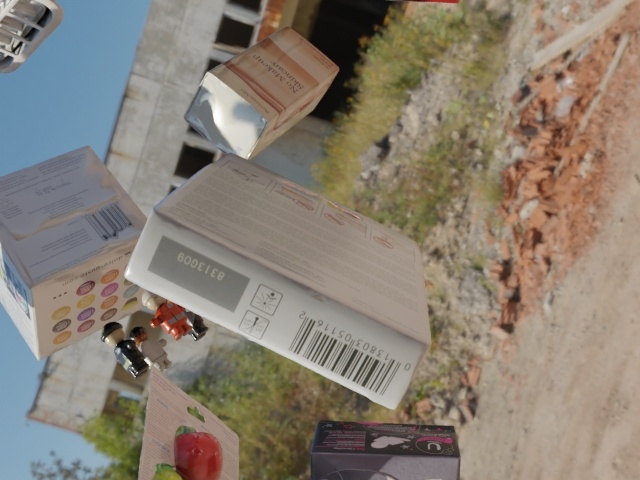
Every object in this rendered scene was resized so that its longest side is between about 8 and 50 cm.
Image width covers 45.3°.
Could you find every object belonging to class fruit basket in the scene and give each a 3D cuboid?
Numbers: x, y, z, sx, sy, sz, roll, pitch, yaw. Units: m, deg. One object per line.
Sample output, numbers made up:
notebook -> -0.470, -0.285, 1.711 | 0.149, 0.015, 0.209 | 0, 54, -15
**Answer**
fruit basket -> -0.231, 0.441, 1.320 | 0.327, 0.165, 0.353 | 55, -161, -48

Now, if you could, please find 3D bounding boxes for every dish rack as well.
dish rack -> -0.651, -0.427, 1.343 | 0.285, 0.332, 0.072 | -22, 63, 42

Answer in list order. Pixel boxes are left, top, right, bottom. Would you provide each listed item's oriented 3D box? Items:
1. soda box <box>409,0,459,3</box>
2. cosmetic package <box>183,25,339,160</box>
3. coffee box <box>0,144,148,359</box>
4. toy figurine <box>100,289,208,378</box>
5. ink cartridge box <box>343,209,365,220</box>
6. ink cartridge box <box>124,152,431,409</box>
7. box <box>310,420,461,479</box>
soda box -> 0.105, -0.445, 1.260 | 0.083, 0.263, 0.092 | -57, -28, -61
cosmetic package -> -0.108, -0.288, 1.494 | 0.129, 0.153, 0.296 | -52, -1, 42
coffee box -> -0.656, 0.030, 1.966 | 0.337, 0.338, 0.334 | -28, -26, -33
toy figurine -> -0.401, 0.218, 1.864 | 0.213, 0.148, 0.209 | -43, -12, 5
ink cartridge box -> 0.000, 0.000, 1.857 | 0.193, 0.234, 0.088 | -119, 14, -80
ink cartridge box -> -0.027, 0.019, 0.931 | 0.385, 0.308, 0.091 | -72, 8, -74
box -> 0.109, 0.413, 1.310 | 0.142, 0.247, 0.163 | -53, -37, -80
